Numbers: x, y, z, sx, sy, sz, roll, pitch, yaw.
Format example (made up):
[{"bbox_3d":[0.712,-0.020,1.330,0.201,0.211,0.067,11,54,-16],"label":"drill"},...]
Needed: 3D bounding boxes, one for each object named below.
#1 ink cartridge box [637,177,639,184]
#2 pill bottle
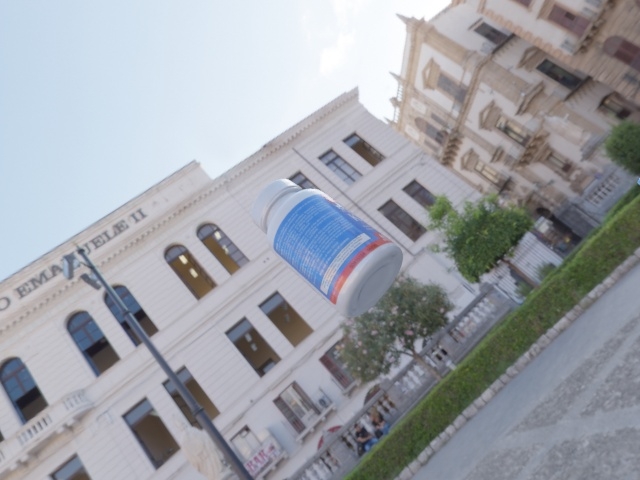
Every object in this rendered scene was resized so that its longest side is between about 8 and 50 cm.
[{"bbox_3d":[0.319,-0.094,0.272,0.060,0.104,0.180,-12,-49,-40],"label":"ink cartridge box"},{"bbox_3d":[0.000,0.000,0.624,0.124,0.222,0.124,-36,-32,-26],"label":"pill bottle"}]
